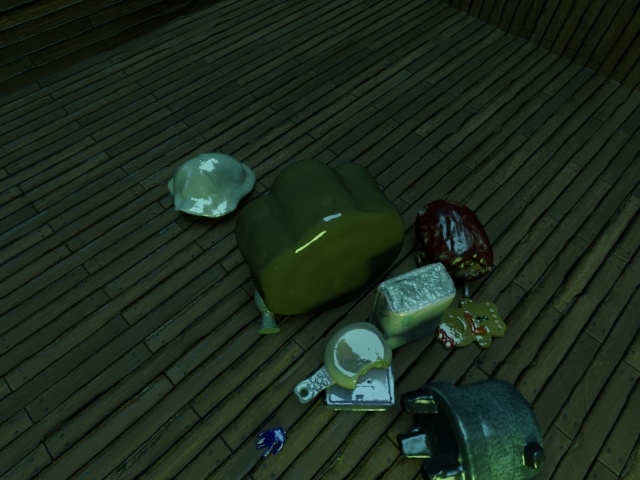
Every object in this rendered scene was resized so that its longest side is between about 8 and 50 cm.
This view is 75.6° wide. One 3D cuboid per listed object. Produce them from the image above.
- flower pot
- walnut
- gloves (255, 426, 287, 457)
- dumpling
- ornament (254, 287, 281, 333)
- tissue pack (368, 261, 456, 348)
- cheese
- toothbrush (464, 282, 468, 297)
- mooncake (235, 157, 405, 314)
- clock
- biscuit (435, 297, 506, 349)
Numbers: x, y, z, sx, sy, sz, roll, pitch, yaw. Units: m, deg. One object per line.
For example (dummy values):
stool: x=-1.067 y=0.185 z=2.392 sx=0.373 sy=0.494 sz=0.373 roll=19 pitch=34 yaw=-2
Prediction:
flower pot: x=0.341 y=0.491 z=0.987 sx=0.282 sy=0.299 sz=0.299 roll=-3 pitch=56 yaw=-12
walnut: x=0.412 y=0.013 z=1.339 sx=0.243 sy=0.221 sz=0.269 roll=-32 pitch=42 yaw=22
gloves: x=-0.129 y=0.533 z=1.092 sx=0.086 sy=0.026 sz=0.064 roll=-16 pitch=60 yaw=-12
dumpling: x=-0.381 y=-0.196 z=1.474 sx=0.317 sy=0.187 sz=0.243 roll=-13 pitch=54 yaw=-13
ornament: x=-0.166 y=0.206 z=1.279 sx=0.074 sy=0.081 sz=0.156 roll=-5 pitch=61 yaw=-9
tissue pack: x=0.253 y=0.197 z=1.177 sx=0.201 sy=0.271 sz=0.124 roll=-19 pitch=57 yaw=-14
cheese: x=0.057 y=0.337 z=1.108 sx=0.286 sy=0.082 sz=0.163 roll=-33 pitch=63 yaw=-19
toothbrush: x=0.503 y=0.062 z=1.415 sx=0.030 sy=0.030 sz=0.304 roll=9 pitch=55 yaw=5
mooncake: x=0.000 y=0.000 z=1.195 sx=0.466 sy=0.467 sz=0.262 roll=-21 pitch=53 yaw=-15
clock: x=0.106 y=0.396 z=1.160 sx=0.193 sy=0.073 sz=0.145 roll=1 pitch=56 yaw=-1
biscuit: x=0.458 y=0.259 z=1.282 sx=0.225 sy=0.036 sz=0.166 roll=-9 pitch=58 yaw=-7
